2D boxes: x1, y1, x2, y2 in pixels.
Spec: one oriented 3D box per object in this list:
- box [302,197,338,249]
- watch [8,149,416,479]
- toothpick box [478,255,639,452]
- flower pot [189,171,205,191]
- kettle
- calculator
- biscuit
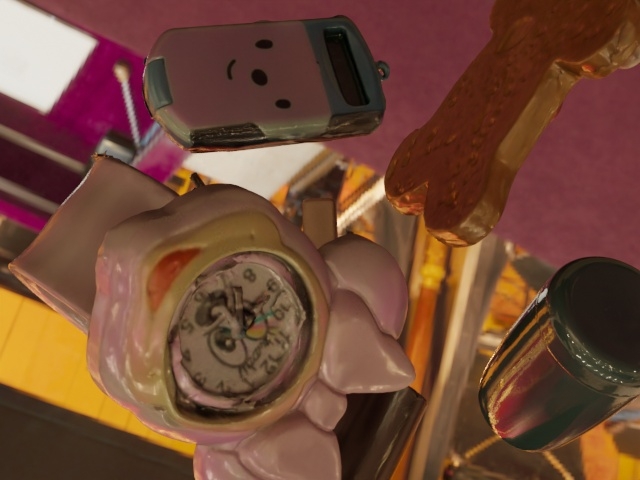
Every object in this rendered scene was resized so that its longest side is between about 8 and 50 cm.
[{"bbox_3d":[0.000,0.000,1.433,0.048,0.115,0.025,-3,176,5],"label":"box"},{"bbox_3d":[-0.085,0.047,0.764,0.248,0.211,0.217,44,166,-32],"label":"watch"},{"bbox_3d":[0.213,0.107,0.924,0.120,0.120,0.184,20,141,-8],"label":"toothpick box"},{"bbox_3d":[-0.158,0.000,1.515,0.179,0.084,0.251,56,177,-5],"label":"flower pot"},{"bbox_3d":[0.007,0.260,1.285,0.144,0.232,0.202,8,154,45],"label":"kettle"},{"bbox_3d":[-0.057,-0.180,1.221,0.293,0.173,0.051,-8,150,-16],"label":"calculator"},{"bbox_3d":[0.175,-0.143,0.793,0.047,0.340,0.216,31,-172,-21],"label":"biscuit"}]
